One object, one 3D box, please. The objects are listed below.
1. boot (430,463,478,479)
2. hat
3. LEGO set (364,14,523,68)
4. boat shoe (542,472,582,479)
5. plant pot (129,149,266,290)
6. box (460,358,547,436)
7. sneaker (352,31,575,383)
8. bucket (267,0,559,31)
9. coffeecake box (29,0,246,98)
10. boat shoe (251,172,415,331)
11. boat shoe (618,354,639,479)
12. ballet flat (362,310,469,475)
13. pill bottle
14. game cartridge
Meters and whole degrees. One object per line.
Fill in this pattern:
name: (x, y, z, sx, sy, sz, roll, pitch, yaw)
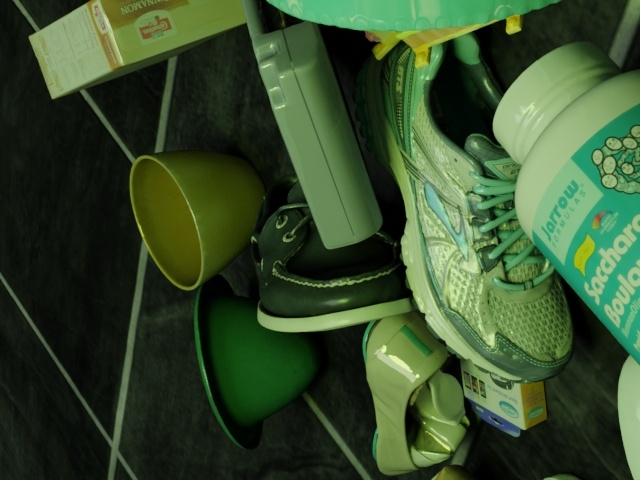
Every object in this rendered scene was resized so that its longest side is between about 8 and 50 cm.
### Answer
boot: (0.165, 0.300, 1.612, 0.269, 0.089, 0.236, 57, 162, 22)
hat: (-0.008, 0.098, 1.876, 0.208, 0.184, 0.173, -71, -36, -67)
LEGO set: (0.055, -0.202, 1.391, 0.107, 0.132, 0.287, 33, 178, -38)
boat shoe: (0.224, 0.252, 1.509, 0.226, 0.076, 0.083, 22, 129, 54)
plant pot: (-0.106, -0.032, 1.877, 0.134, 0.095, 0.134, 42, 144, 41)
box: (0.143, 0.090, 1.591, 0.081, 0.028, 0.136, 28, 136, 51)
sneaker: (0.117, -0.029, 1.465, 0.122, 0.110, 0.283, -35, 79, 59)
bucket: (0.066, -0.259, 1.217, 0.281, 0.281, 0.183, 32, 138, 49)
coffeecake box: (-0.164, -0.195, 1.809, 0.185, 0.142, 0.068, -12, 100, 62)
boat shoe: (0.004, -0.001, 1.617, 0.340, 0.127, 0.113, -108, 10, -82)
boat shoe: (0.303, 0.196, 1.290, 0.105, 0.113, 0.306, -23, 92, 57)
ballet flat: (0.084, 0.143, 1.654, 0.086, 0.086, 0.248, 51, 168, 29)
pill bottle: (0.221, -0.007, 1.246, 0.264, 0.146, 0.146, 51, 148, 29)
game cartridge: (-0.016, -0.137, 1.533, 0.294, 0.060, 0.196, -105, -1, -50)
